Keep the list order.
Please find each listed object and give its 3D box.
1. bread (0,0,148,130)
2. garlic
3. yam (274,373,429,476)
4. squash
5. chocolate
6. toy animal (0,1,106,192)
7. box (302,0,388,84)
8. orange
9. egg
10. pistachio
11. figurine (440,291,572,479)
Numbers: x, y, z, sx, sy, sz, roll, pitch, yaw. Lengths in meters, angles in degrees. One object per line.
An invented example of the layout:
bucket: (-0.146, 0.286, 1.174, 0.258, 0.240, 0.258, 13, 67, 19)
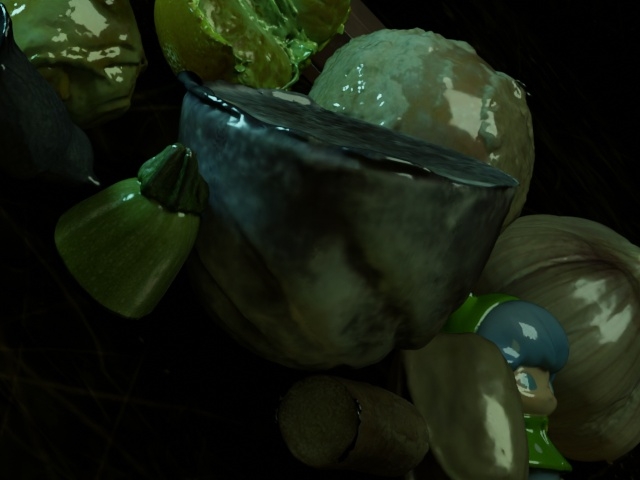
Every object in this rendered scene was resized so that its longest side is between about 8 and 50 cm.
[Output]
bread: (-0.235, -0.212, 1.072, 0.152, 0.130, 0.267, 26, 33, -58)
garlic: (0.298, 0.110, 1.525, 0.322, 0.241, 0.322, 21, 41, -20)
yam: (0.029, 0.158, 1.069, 0.127, 0.084, 0.084, 27, 31, -55)
squash: (-0.123, -0.019, 0.968, 0.105, 0.132, 0.105, 40, 24, -22)
chocolate: (0.000, 0.000, 1.081, 0.303, 0.213, 0.303, 17, 9, -3)
toy animal: (-0.228, -0.113, 0.940, 0.210, 0.117, 0.121, 23, 27, -47)
box: (0.019, -0.287, 1.780, 0.215, 0.086, 0.215, 45, 21, -18)
orange: (-0.085, -0.246, 1.364, 0.179, 0.158, 0.237, 53, 53, -26)
egg: (0.093, -0.094, 1.348, 0.279, 0.279, 0.310, 43, 10, -20)
pistachio: (0.120, 0.169, 1.166, 0.131, 0.129, 0.206, 28, 36, -27)
figurine: (0.191, 0.173, 1.309, 0.162, 0.143, 0.263, 15, 57, -48)
